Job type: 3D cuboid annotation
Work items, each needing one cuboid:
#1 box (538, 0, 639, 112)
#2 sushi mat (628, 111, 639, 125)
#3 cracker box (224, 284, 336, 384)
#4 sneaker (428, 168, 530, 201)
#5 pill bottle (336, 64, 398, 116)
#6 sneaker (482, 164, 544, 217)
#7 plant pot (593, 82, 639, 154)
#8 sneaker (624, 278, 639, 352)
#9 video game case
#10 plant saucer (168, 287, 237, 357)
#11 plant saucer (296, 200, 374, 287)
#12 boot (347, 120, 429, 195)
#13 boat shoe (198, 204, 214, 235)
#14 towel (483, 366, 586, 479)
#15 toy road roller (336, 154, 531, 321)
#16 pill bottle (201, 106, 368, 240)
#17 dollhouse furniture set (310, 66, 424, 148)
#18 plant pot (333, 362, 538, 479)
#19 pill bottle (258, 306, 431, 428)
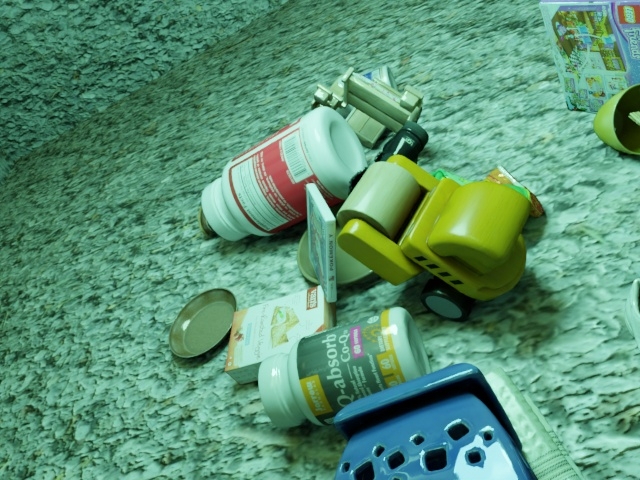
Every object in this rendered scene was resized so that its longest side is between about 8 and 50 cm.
[{"bbox_3d":[0.576,-0.373,1.058,0.057,0.293,0.201,-51,42,-10],"label":"box"},{"bbox_3d":[0.684,-0.141,0.895,0.151,0.019,0.317,-9,46,-8],"label":"sushi mat"},{"bbox_3d":[-0.082,0.200,1.121,0.232,0.067,0.156,-19,41,18],"label":"cracker box"},{"bbox_3d":[0.285,-0.081,1.087,0.295,0.123,0.109,14,90,49],"label":"sneaker"},{"bbox_3d":[0.132,-0.443,1.591,0.186,0.112,0.112,-16,43,23],"label":"pill bottle"},{"bbox_3d":[0.400,-0.090,1.094,0.067,0.064,0.175,-48,31,16],"label":"sneaker"},{"bbox_3d":[0.605,-0.237,1.047,0.134,0.134,0.095,-38,13,-4],"label":"plant pot"},{"bbox_3d":[0.489,0.148,0.746,0.080,0.094,0.212,-21,41,15],"label":"sneaker"},{"bbox_3d":[0.000,0.000,1.098,0.023,0.183,0.201,-7,27,-10],"label":"video game case"},{"bbox_3d":[-0.278,0.205,1.282,0.198,0.036,0.199,-20,40,18],"label":"plant saucer"},{"bbox_3d":[0.073,0.003,1.235,0.277,0.041,0.278,-20,42,19],"label":"plant saucer"},{"bbox_3d":[0.140,-0.146,1.215,0.207,0.094,0.246,-49,-4,-12],"label":"boot"},{"bbox_3d":[-0.315,-0.102,1.591,0.073,0.073,0.207,-20,41,20],"label":"boat shoe"},{"bbox_3d":[0.217,0.379,0.751,0.312,0.056,0.324,-33,41,7],"label":"towel"},{"bbox_3d":[0.214,-0.028,0.937,0.202,0.329,0.240,-56,0,-25],"label":"toy road roller"},{"bbox_3d":[-0.101,-0.149,1.344,0.407,0.229,0.229,-24,39,29],"label":"pill bottle"},{"bbox_3d":[0.135,-0.399,1.330,0.303,0.355,0.174,34,80,8],"label":"dollhouse furniture set"},{"bbox_3d":[0.152,0.306,0.654,0.236,0.236,0.212,-26,35,15],"label":"plant pot"},{"bbox_3d":[0.042,0.231,0.926,0.278,0.162,0.162,-21,41,16],"label":"pill bottle"}]
